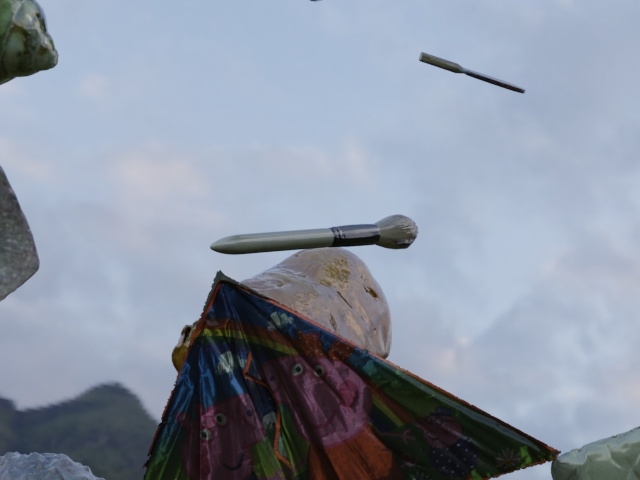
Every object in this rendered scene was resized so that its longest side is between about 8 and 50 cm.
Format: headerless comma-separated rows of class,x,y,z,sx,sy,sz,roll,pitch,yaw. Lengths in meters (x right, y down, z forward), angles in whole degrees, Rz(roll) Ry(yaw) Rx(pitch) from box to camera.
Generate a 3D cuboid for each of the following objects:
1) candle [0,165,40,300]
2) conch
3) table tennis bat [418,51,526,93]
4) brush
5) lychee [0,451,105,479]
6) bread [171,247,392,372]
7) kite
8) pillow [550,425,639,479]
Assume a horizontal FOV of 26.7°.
candle,-0.246,-0.008,0.790,0.168,0.192,0.068,19,3,-42
conch,-0.305,-0.173,1.097,0.181,0.187,0.124,32,7,41
table tennis bat,0.214,-0.235,1.899,0.158,0.014,0.095,18,12,-8
brush,0.000,0.000,1.499,0.299,0.042,0.039,-6,0,-42
lychee,-0.310,0.346,1.373,0.255,0.255,0.274,-19,3,45
bread,-0.027,0.119,1.652,0.149,0.344,0.195,-43,-94,25
kite,-0.019,0.127,0.865,0.321,0.234,0.016,-20,-4,12
pillow,0.365,0.246,1.137,0.280,0.274,0.076,-23,13,4
